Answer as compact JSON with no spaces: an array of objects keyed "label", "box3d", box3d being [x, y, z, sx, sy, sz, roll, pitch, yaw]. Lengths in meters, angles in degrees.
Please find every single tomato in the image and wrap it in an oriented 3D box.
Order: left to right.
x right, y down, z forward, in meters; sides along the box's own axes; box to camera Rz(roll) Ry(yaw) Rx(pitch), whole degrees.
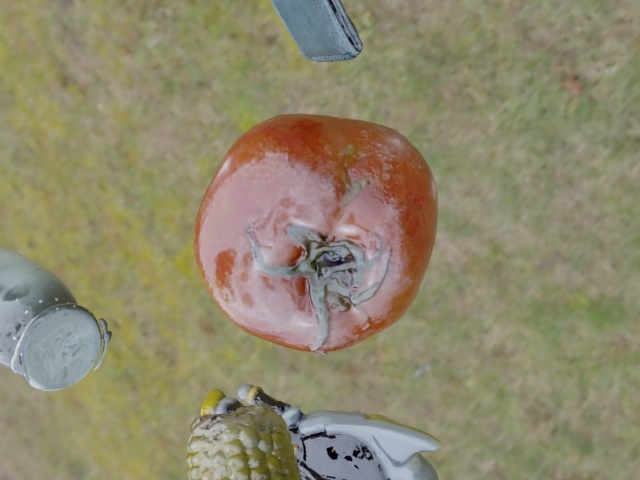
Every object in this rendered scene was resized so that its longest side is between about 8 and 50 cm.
[{"label":"tomato","box3d":[0.000,0.000,1.490,0.236,0.095,0.237,-1,111,-2]}]

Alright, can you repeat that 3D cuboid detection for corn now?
[{"label":"corn","box3d":[-0.033,0.269,1.084,0.097,0.097,0.320,-19,78,52]}]

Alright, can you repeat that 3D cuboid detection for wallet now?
[{"label":"wallet","box3d":[-0.002,-0.200,1.456,0.088,0.026,0.129,61,164,-13]}]

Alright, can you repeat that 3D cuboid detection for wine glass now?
[{"label":"wine glass","box3d":[-0.318,0.075,1.719,0.204,0.111,0.111,32,145,44]}]

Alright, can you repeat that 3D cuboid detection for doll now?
[{"label":"doll","box3d":[0.010,0.241,1.781,0.316,0.103,0.146,12,100,26]}]
